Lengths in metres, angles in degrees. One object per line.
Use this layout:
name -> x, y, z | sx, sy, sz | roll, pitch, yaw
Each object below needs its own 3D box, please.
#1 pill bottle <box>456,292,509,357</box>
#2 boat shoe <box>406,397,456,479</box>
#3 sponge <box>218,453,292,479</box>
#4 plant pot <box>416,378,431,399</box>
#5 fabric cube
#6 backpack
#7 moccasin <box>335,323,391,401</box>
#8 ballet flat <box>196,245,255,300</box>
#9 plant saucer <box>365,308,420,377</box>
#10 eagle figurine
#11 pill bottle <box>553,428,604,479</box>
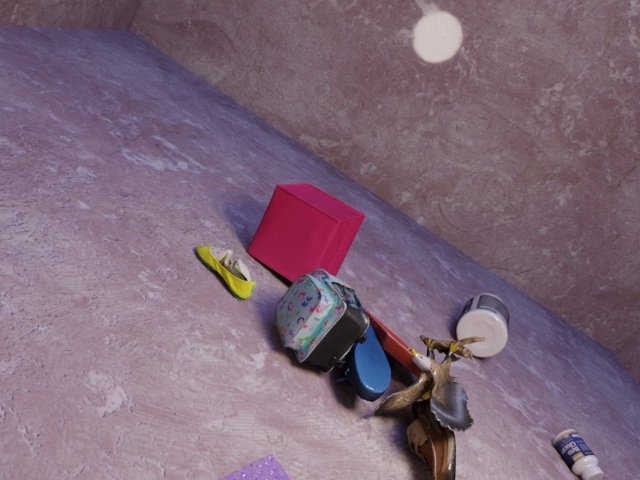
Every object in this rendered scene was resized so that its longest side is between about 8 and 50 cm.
pill bottle -> 0.713, 0.352, 2.255 | 0.204, 0.204, 0.361 | 40, 21, 11
boat shoe -> 0.284, 0.520, 1.341 | 0.120, 0.122, 0.324 | -1, 12, 10
sponge -> -0.123, 0.463, 0.914 | 0.117, 0.031, 0.210 | 45, 23, 26
plant pot -> 0.363, 0.466, 1.622 | 0.083, 0.081, 0.081 | 46, 17, -14
fabric cube -> -0.043, -0.024, 1.753 | 0.254, 0.258, 0.259 | 30, 17, 18
backpack -> -0.008, 0.200, 1.414 | 0.191, 0.225, 0.253 | 32, 15, -23
moccasin -> 0.114, 0.345, 1.445 | 0.138, 0.116, 0.342 | 33, 17, -9
ballet flat -> -0.266, 0.072, 1.494 | 0.231, 0.077, 0.077 | 44, 22, 23
plant saucer -> 0.238, 0.334, 1.625 | 0.259, 0.047, 0.258 | 41, 0, -18
eagle figurine -> 0.289, 0.381, 1.376 | 0.225, 0.226, 0.298 | 30, 51, 0
pill bottle -> 0.904, 0.757, 1.811 | 0.094, 0.094, 0.169 | 24, 22, -28
